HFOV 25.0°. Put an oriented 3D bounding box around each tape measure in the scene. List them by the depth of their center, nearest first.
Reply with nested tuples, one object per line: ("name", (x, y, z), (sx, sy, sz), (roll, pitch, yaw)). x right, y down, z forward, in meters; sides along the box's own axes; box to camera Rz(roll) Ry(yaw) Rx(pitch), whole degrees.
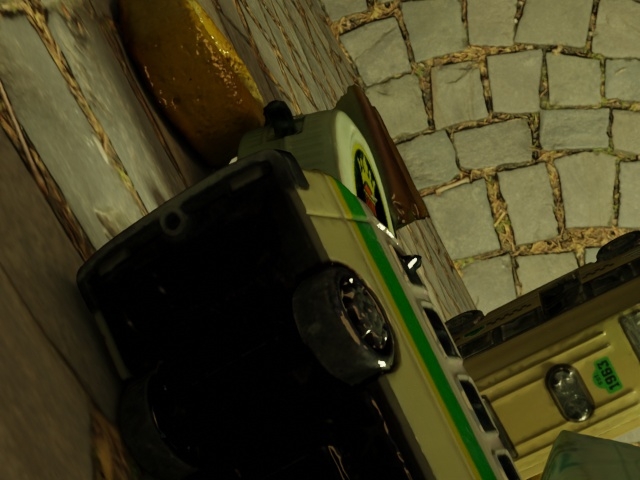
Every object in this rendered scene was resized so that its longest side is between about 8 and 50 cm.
("tape measure", (0.000, 0.000, 1.202), (0.235, 0.115, 0.207), (45, 31, -68))

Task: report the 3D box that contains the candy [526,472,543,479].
("candy", (0.282, 0.345, 1.819), (0.260, 0.118, 0.260), (57, 11, -18))

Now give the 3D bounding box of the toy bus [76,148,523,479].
("toy bus", (0.017, 0.116, 0.754), (0.179, 0.143, 0.305), (3, 58, -64))

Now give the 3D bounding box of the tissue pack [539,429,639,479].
("tissue pack", (0.192, 0.330, 0.832), (0.388, 0.162, 0.287), (-91, -168, -71))

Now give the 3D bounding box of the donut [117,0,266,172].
("donut", (-0.101, -0.143, 1.214), (0.162, 0.065, 0.178), (66, 10, 23))

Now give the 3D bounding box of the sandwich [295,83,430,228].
("sandwich", (0.037, -0.082, 1.708), (0.186, 0.108, 0.220), (63, 11, 0))

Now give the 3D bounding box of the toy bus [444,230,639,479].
("toy bus", (0.275, 0.138, 1.580), (0.177, 0.365, 0.202), (60, 12, -8))
